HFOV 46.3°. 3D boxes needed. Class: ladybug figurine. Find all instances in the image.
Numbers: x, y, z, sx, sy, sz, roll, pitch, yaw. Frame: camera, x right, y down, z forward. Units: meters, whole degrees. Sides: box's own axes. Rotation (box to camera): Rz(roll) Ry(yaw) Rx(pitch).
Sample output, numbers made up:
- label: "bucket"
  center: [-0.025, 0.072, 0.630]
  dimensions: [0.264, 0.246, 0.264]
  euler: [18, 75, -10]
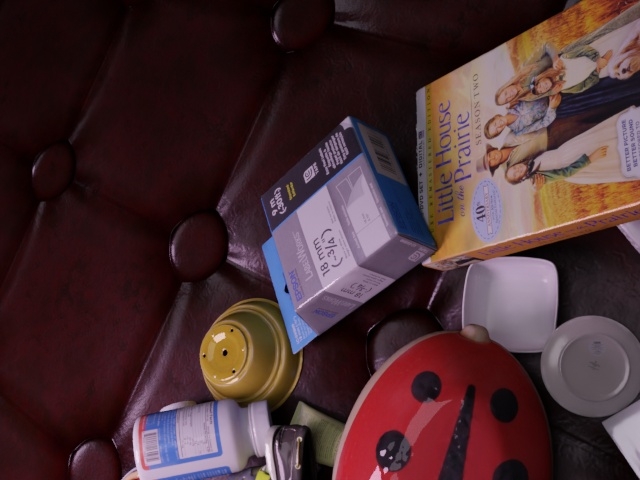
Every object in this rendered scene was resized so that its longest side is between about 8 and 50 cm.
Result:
- label: "ladybug figurine"
  center: [0.165, 0.334, 1.021]
  dimensions: [0.305, 0.162, 0.449]
  euler: [9, 85, 8]

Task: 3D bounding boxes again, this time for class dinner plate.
- label: "dinner plate"
  center: [0.378, 0.175, 1.035]
  dimensions: [0.141, 0.017, 0.141]
  euler: [-1, 86, 8]

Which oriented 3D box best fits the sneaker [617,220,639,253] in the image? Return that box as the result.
- label: "sneaker"
  center: [0.430, -0.139, 1.047]
  dimensions: [0.150, 0.135, 0.366]
  euler: [-34, 63, 24]

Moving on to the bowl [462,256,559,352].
- label: "bowl"
  center: [0.288, 0.097, 1.117]
  dimensions: [0.142, 0.053, 0.142]
  euler: [0, 78, 30]

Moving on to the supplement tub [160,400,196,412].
- label: "supplement tub"
  center: [-0.247, 0.352, 1.353]
  dimensions: [0.071, 0.071, 0.107]
  euler: [-28, 64, 22]

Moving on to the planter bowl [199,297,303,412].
- label: "planter bowl"
  center: [-0.146, 0.203, 1.322]
  dimensions: [0.217, 0.090, 0.217]
  euler: [-8, 74, 29]

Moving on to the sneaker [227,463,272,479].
- label: "sneaker"
  center: [-0.104, 0.513, 1.219]
  dimensions: [0.121, 0.111, 0.300]
  euler: [-11, 64, 35]

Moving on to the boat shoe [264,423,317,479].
- label: "boat shoe"
  center: [-0.031, 0.403, 1.177]
  dimensions: [0.069, 0.081, 0.227]
  euler: [-11, 91, 24]

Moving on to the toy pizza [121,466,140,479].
- label: "toy pizza"
  center: [-0.322, 0.516, 1.377]
  dimensions: [0.201, 0.032, 0.201]
  euler: [-8, 74, 28]

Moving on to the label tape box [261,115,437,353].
- label: "label tape box"
  center: [0.000, 0.000, 1.225]
  dimensions: [0.334, 0.106, 0.240]
  euler: [-40, 52, 29]

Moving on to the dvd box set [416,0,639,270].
- label: "dvd box set"
  center: [0.300, -0.147, 1.044]
  dimensions: [0.420, 0.062, 0.307]
  euler: [-20, 64, 51]

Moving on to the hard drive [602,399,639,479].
- label: "hard drive"
  center: [0.547, 0.238, 0.936]
  dimensions: [0.307, 0.040, 0.203]
  euler: [-38, 62, 17]

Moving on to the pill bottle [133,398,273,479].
- label: "pill bottle"
  center: [-0.190, 0.335, 1.253]
  dimensions: [0.222, 0.124, 0.124]
  euler: [-10, 70, -3]

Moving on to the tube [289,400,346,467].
- label: "tube"
  center: [0.042, 0.333, 1.201]
  dimensions: [0.240, 0.070, 0.062]
  euler: [10, 118, 35]
